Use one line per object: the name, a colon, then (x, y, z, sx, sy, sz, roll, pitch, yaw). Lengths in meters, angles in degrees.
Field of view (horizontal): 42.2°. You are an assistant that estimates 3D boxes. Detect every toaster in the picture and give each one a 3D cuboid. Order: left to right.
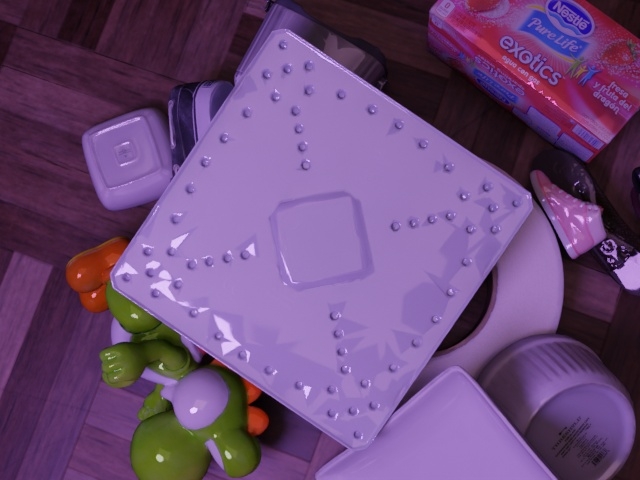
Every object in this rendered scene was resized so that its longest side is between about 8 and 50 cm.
toaster: (-0.024, -0.243, 1.196, 0.227, 0.129, 0.146, 31, 89, 8)

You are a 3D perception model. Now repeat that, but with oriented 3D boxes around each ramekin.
ramekin: (0.306, 0.235, 1.074, 0.207, 0.109, 0.207, -4, 106, -15)

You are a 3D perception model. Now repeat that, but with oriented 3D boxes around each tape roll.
tape roll: (0.143, 0.059, 1.172, 0.392, 0.072, 0.392, -1, 82, 5)

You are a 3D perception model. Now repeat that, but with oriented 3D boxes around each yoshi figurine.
yoshi figurine: (-0.233, 0.191, 1.126, 0.203, 0.203, 0.362, -46, 74, 32)

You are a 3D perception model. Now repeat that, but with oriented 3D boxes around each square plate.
square plate: (0.195, 0.358, 1.054, 0.347, 0.049, 0.344, 48, 131, 8)

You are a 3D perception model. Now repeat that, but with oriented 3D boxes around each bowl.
bowl: (-0.284, -0.126, 1.241, 0.142, 0.053, 0.142, -19, 82, 1)

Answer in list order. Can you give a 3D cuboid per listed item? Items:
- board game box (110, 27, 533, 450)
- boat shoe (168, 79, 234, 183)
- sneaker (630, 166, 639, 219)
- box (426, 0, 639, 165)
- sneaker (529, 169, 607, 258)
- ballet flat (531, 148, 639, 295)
board game box: (0.000, 0.000, 1.049, 0.390, 0.050, 0.390, 34, 92, 0)
boat shoe: (-0.170, -0.073, 1.188, 0.105, 0.113, 0.306, 1, 105, 28)
sneaker: (0.526, -0.105, 1.146, 0.162, 0.106, 0.281, 20, 86, 10)
box: (0.307, -0.257, 1.158, 0.300, 0.154, 0.142, 40, 87, 9)
sneaker: (0.345, -0.048, 1.138, 0.070, 0.051, 0.134, -30, 80, 22)
ballet flat: (0.392, -0.027, 1.175, 0.084, 0.058, 0.250, -45, 74, 26)
